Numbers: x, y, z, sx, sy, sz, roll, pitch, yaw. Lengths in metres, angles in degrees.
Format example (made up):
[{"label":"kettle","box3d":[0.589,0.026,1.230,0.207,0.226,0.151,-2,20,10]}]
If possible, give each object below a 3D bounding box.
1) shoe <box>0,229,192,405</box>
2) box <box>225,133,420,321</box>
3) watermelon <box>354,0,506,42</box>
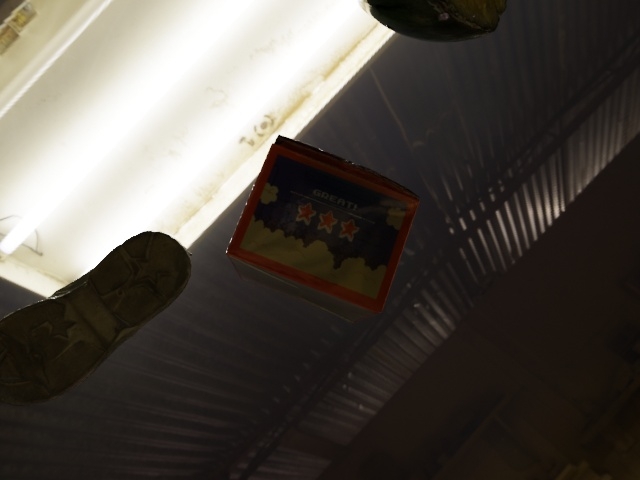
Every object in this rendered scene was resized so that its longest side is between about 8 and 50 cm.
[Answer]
[{"label":"shoe","box3d":[-0.333,0.110,0.768,0.341,0.132,0.210,-37,4,-3]},{"label":"box","box3d":[0.000,0.000,1.098,0.349,0.318,0.257,104,-172,-77]},{"label":"watermelon","box3d":[0.117,-0.406,0.684,0.330,0.189,0.332,5,-98,-43]}]
